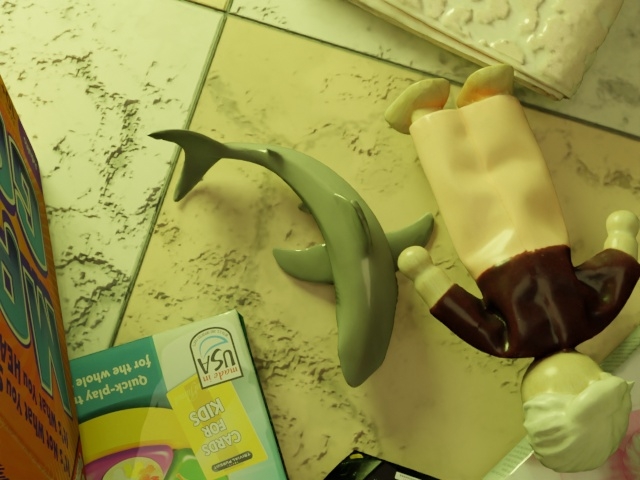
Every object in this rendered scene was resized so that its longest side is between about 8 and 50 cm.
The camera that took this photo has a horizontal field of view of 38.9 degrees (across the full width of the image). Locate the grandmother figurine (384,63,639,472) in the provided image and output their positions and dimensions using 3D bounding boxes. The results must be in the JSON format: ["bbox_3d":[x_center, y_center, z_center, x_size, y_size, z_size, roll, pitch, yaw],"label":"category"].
[{"bbox_3d":[0.172,0.021,0.760,0.208,0.104,0.342,-15,71,2],"label":"grandmother figurine"}]

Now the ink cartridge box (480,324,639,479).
[{"bbox_3d":[0.305,0.275,0.768,0.330,0.071,0.324,-42,84,-9],"label":"ink cartridge box"}]

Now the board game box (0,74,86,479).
[{"bbox_3d":[-0.384,0.019,0.584,0.357,0.356,0.356,-14,60,-8],"label":"board game box"}]

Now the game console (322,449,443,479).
[{"bbox_3d":[0.145,0.318,0.699,0.362,0.044,0.213,20,79,1],"label":"game console"}]

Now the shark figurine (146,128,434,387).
[{"bbox_3d":[-0.004,-0.029,0.788,0.166,0.116,0.278,-43,86,-9],"label":"shark figurine"}]

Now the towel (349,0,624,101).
[{"bbox_3d":[0.160,-0.340,0.827,0.317,0.053,0.331,27,95,7],"label":"towel"}]

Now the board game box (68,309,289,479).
[{"bbox_3d":[-0.140,0.255,0.754,0.254,0.079,0.335,-17,81,-4],"label":"board game box"}]
